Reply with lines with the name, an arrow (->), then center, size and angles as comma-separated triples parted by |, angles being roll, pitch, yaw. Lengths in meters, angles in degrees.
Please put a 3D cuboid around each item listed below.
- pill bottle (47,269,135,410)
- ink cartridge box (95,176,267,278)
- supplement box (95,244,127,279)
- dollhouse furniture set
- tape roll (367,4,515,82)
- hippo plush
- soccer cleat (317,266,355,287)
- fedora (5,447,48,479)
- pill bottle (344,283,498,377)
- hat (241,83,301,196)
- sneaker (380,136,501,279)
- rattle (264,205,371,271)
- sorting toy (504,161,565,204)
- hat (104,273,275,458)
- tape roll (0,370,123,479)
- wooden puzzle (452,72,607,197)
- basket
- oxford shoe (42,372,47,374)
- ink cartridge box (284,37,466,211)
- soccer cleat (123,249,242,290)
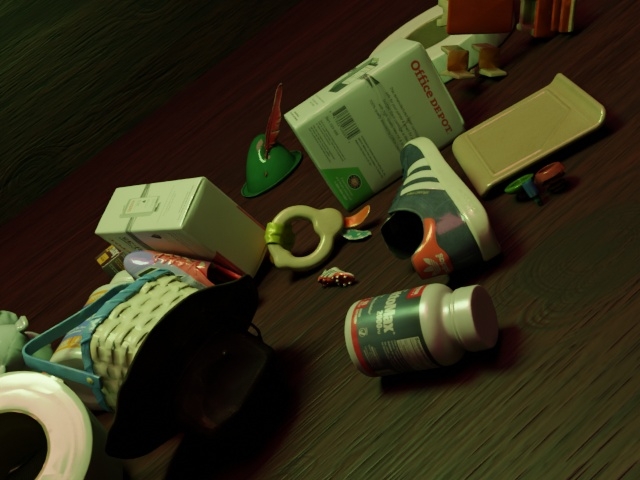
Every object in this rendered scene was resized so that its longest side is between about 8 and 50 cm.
pill bottle -> -0.402, 0.180, 1.440 | 0.152, 0.152, 0.272 | -22, 29, 24
ink cartridge box -> -0.273, -0.015, 1.474 | 0.283, 0.207, 0.117 | -2, 58, 42
supplement box -> -0.456, 0.024, 1.851 | 0.188, 0.081, 0.104 | -42, 27, -13
dollhouse furniture set -> 0.379, -0.472, 1.539 | 0.259, 0.262, 0.135 | -8, 23, -17
tape roll -> 0.292, -0.493, 1.856 | 0.392, 0.072, 0.392 | -28, 27, 16
hippo plush -> -0.712, 0.218, 1.631 | 0.236, 0.294, 0.234 | -11, 56, 27
soccer cleat -> 0.029, 0.060, 1.277 | 0.083, 0.029, 0.036 | -12, 38, 47
fedora -> -0.518, 0.380, 1.268 | 0.275, 0.124, 0.244 | -18, 32, 14
pill bottle -> 0.132, 0.114, 0.972 | 0.180, 0.108, 0.108 | -16, 31, 32
hat -> -0.159, -0.240, 1.830 | 0.208, 0.184, 0.173 | -48, 28, -25
sneaker -> 0.157, -0.056, 1.203 | 0.148, 0.131, 0.350 | -28, 27, 4
rattle -> 0.000, 0.000, 1.413 | 0.199, 0.143, 0.130 | -22, 58, -7
sorting toy -> 0.336, -0.082, 1.152 | 0.102, 0.042, 0.061 | -27, 9, 43
hat -> -0.150, 0.211, 1.065 | 0.134, 0.331, 0.331 | 32, 61, 17
tape roll -> -0.424, 0.331, 1.063 | 0.246, 0.169, 0.246 | -1, 58, 2
wooden puzzle -> 0.355, -0.181, 1.293 | 0.238, 0.044, 0.221 | -34, 26, 13
basket -> -0.315, 0.167, 1.246 | 0.288, 0.201, 0.255 | 17, 35, 27
oxford shoe -> -0.541, 0.325, 1.429 | 0.098, 0.097, 0.271 | 6, 47, 46
ink cartridge box -> 0.109, -0.232, 1.472 | 0.289, 0.211, 0.121 | -33, 24, 1
soccer cleat -> -0.247, 0.060, 1.387 | 0.083, 0.248, 0.095 | -65, -5, -47
